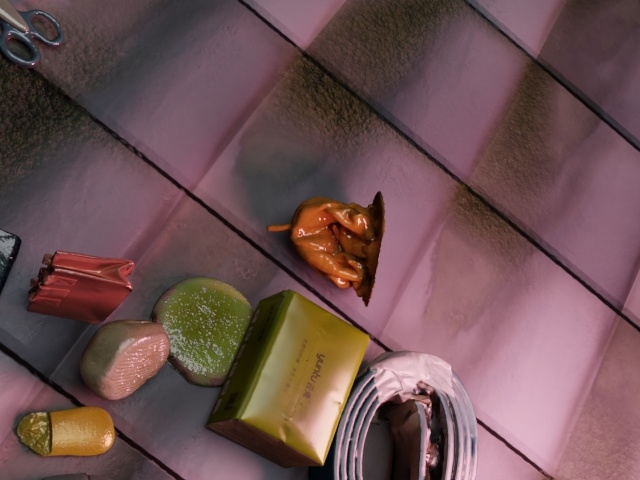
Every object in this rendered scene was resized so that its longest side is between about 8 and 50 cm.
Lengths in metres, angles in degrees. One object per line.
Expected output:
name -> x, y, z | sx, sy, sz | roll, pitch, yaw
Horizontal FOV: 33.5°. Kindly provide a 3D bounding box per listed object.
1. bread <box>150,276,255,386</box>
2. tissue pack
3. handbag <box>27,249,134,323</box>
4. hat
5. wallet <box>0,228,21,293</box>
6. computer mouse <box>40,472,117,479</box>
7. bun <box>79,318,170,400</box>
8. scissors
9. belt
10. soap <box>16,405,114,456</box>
bread -> -0.220, 0.175, 2.083 | 0.229, 0.033, 0.228 | 12, 64, -25
tissue pack -> -0.060, 0.266, 2.028 | 0.200, 0.167, 0.274 | 33, 64, -20
handbag -> -0.432, 0.082, 1.901 | 0.157, 0.212, 0.059 | 11, 63, -23
hat -> 0.000, 0.000, 2.219 | 0.233, 0.233, 0.244 | 9, 93, -6
wallet -> -0.669, 0.124, 1.857 | 0.191, 0.046, 0.378 | 22, 60, -17
computer mouse -> -0.382, 0.503, 1.726 | 0.188, 0.121, 0.371 | 10, 35, -17
bun -> -0.361, 0.202, 1.928 | 0.113, 0.173, 0.166 | 37, 87, 23
scissors -> -0.654, -0.473, 2.141 | 0.289, 0.041, 0.138 | 43, 63, -6
belt -> 0.142, 0.430, 2.076 | 0.300, 0.173, 0.436 | 21, 59, -16
soap -> -0.448, 0.341, 1.883 | 0.169, 0.033, 0.089 | -3, 67, -28
